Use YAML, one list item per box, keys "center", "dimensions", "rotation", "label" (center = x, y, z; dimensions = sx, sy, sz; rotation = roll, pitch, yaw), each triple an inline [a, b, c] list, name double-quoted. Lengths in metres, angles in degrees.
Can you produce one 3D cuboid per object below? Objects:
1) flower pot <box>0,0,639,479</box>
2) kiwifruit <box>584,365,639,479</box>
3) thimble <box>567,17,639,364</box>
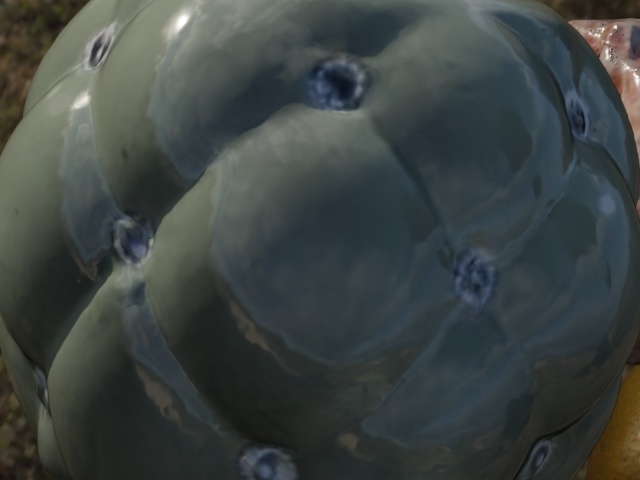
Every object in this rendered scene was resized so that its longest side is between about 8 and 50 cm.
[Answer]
- center: [0.000, 0.000, 0.665]
  dimensions: [0.246, 0.195, 0.246]
  rotation: [8, 8, -1]
  label: "flower pot"
- center: [0.322, 0.203, 1.558]
  dimensions: [0.196, 0.196, 0.234]
  rotation: [27, 61, -8]
  label: "kiwifruit"
- center: [0.216, -0.034, 1.250]
  dimensions: [0.162, 0.239, 0.239]
  rotation: [9, 47, -26]
  label: "thimble"
